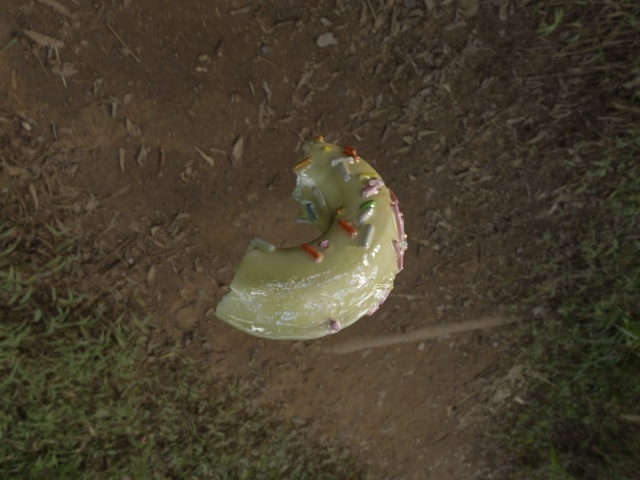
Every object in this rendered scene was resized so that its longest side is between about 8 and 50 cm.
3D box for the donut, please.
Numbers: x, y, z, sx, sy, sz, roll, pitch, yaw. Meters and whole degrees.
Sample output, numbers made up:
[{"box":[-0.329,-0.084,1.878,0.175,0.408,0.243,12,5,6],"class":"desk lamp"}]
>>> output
[{"box":[0.005,-0.001,0.421,0.166,0.108,0.065,-59,158,-33],"class":"donut"}]
